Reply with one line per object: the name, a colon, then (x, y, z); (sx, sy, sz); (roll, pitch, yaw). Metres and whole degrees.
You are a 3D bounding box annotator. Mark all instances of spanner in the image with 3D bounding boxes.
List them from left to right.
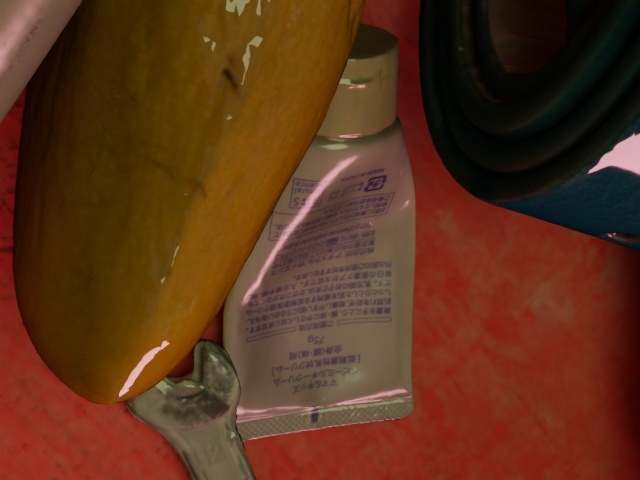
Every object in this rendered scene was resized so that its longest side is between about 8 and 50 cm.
spanner: (-0.026, 0.186, 1.016); (0.071, 0.017, 0.302); (-21, 108, 0)

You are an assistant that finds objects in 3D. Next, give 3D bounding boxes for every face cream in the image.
face cream: (0.000, 0.000, 0.989); (0.114, 0.070, 0.224); (-6, 114, -19)

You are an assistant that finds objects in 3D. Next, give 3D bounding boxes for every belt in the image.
belt: (0.191, -0.209, 0.894); (0.173, 0.300, 0.437); (20, 88, -27)

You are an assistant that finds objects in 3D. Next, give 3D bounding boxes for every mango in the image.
mango: (-0.066, -0.100, 0.864); (0.142, 0.195, 0.332); (16, 105, -20)

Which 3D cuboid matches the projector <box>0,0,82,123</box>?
projector: (-0.206, -0.038, 0.779); (0.108, 0.108, 0.337); (29, 108, -25)
